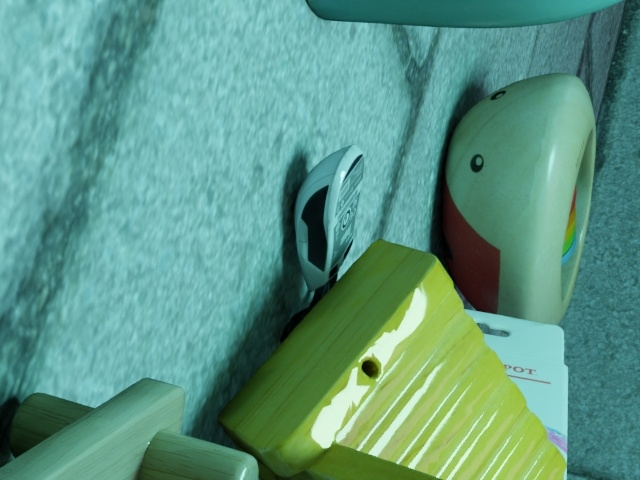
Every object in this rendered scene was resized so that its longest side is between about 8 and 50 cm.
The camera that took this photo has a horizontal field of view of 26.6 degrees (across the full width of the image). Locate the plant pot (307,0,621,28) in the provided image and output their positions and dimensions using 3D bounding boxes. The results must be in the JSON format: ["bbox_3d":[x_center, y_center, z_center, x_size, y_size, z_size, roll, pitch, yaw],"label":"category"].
[{"bbox_3d":[0.137,-0.289,0.996,0.293,0.235,0.293,12,90,-74],"label":"plant pot"}]

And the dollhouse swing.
[{"bbox_3d":[0.155,0.194,0.983,0.315,0.305,0.347,-47,111,-34],"label":"dollhouse swing"}]

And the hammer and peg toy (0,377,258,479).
[{"bbox_3d":[-0.155,0.225,0.552,0.361,0.127,0.266,-32,134,-69],"label":"hammer and peg toy"}]

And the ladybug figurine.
[{"bbox_3d":[0.250,-0.038,1.725,0.449,0.162,0.305,75,31,-58],"label":"ladybug figurine"}]

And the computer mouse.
[{"bbox_3d":[0.000,0.000,1.097,0.106,0.042,0.193,-53,157,-48],"label":"computer mouse"}]

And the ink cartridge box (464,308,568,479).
[{"bbox_3d":[0.146,0.217,1.404,0.353,0.207,0.119,-72,170,-56],"label":"ink cartridge box"}]
